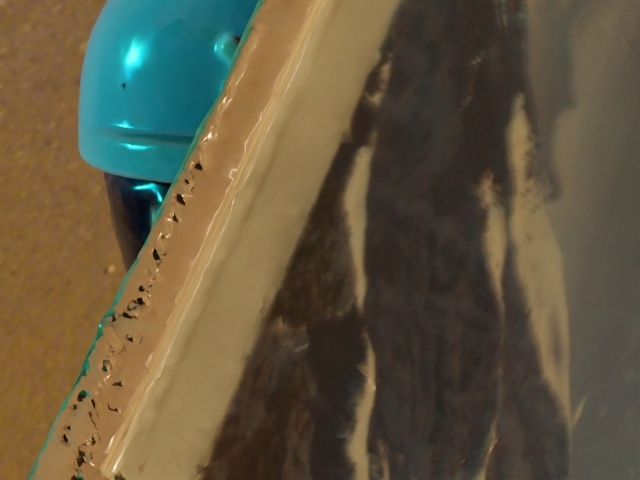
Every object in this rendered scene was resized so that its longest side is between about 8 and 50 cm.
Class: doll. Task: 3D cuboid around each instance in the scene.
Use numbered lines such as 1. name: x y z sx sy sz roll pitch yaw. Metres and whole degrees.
1. doll: 0.000 0.000 0.657 0.177 0.141 0.314 -4 102 2

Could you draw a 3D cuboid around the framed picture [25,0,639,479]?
1. framed picture: 0.095 -0.025 0.483 0.247 0.335 0.022 21 151 4
